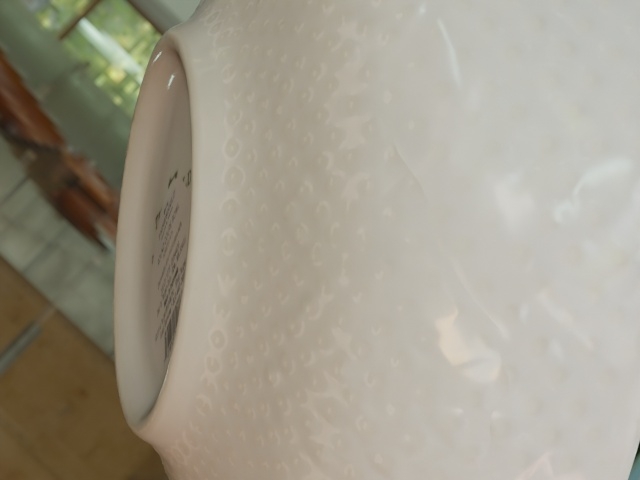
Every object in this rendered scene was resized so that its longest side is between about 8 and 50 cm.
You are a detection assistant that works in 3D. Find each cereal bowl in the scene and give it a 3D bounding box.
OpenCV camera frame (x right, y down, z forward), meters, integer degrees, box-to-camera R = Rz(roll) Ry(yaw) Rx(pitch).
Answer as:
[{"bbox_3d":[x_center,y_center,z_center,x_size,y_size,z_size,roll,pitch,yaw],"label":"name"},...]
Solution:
[{"bbox_3d":[0.000,0.000,0.672,0.141,0.339,0.339,5,0,-17],"label":"cereal bowl"}]
